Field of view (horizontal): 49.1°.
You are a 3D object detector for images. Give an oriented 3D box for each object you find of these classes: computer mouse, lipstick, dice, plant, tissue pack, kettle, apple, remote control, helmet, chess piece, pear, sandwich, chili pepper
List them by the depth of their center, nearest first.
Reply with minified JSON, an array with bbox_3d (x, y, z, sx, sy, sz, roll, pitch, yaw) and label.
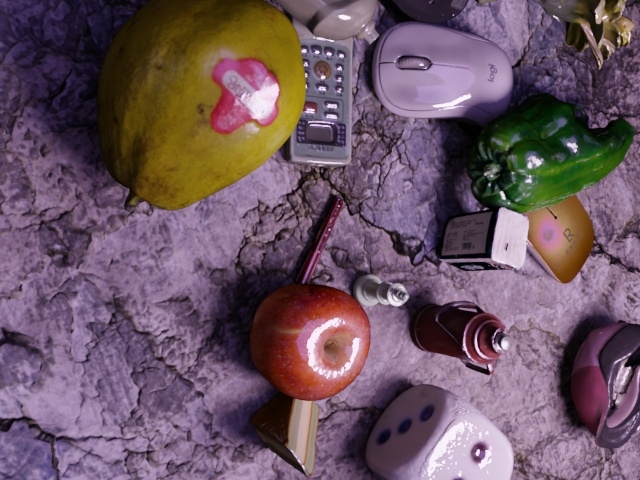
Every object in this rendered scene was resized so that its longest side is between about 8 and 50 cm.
[{"bbox_3d":[-0.191,-0.198,1.042,0.287,0.287,0.375,32,97,-21],"label":"pear"},{"bbox_3d":[-0.032,0.306,1.163,0.113,0.163,0.079,-39,105,-20],"label":"sandwich"},{"bbox_3d":[-0.022,0.164,1.175,0.201,0.162,0.201,-5,98,-34],"label":"apple"},{"bbox_3d":[0.114,0.094,1.235,0.059,0.149,0.059,-1,93,-25],"label":"chess piece"},{"bbox_3d":[-0.001,-0.275,1.243,0.123,0.038,0.285,4,89,-23],"label":"remote control"},{"bbox_3d":[0.000,0.000,1.253,0.027,0.027,0.176,30,77,-21],"label":"lipstick"},{"bbox_3d":[0.212,0.386,1.257,0.194,0.193,0.192,45,75,-16],"label":"dice"},{"bbox_3d":[0.201,-0.535,1.278,0.202,0.144,0.232,18,59,3],"label":"kettle"},{"bbox_3d":[0.302,0.001,1.307,0.090,0.170,0.103,16,82,-23],"label":"tissue pack"},{"bbox_3d":[0.244,-0.305,1.310,0.296,0.121,0.184,11,87,-25],"label":"computer mouse"},{"bbox_3d":[0.445,-0.182,1.322,0.385,0.167,0.213,-22,91,-34],"label":"chili pepper"},{"bbox_3d":[0.494,-0.511,1.352,0.297,0.306,0.261,31,107,6],"label":"plant"},{"bbox_3d":[0.453,-0.048,1.431,0.310,0.072,0.158,46,71,-17],"label":"computer mouse"},{"bbox_3d":[0.598,0.283,1.456,0.198,0.154,0.253,24,99,-42],"label":"helmet"}]

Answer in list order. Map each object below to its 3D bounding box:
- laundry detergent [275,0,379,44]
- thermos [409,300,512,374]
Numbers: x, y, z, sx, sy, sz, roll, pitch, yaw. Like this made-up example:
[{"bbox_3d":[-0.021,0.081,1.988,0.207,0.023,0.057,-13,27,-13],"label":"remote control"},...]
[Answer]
[{"bbox_3d":[0.008,-0.437,1.192,0.253,0.091,0.181,45,61,-5],"label":"laundry detergent"},{"bbox_3d":[0.261,0.174,1.256,0.099,0.232,0.124,-17,98,-24],"label":"thermos"}]
